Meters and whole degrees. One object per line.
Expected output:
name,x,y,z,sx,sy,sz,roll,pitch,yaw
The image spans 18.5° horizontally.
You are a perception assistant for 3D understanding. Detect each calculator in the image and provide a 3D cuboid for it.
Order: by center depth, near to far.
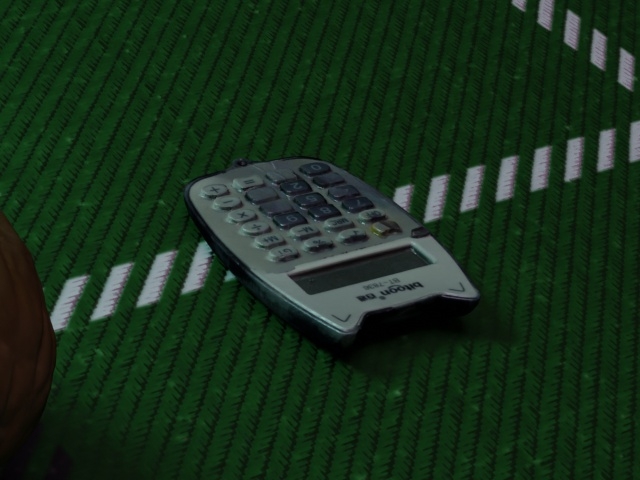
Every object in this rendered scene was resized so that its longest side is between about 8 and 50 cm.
calculator,0.000,0.000,1.618,0.177,0.040,0.268,-12,40,-31

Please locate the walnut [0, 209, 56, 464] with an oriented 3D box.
walnut,-0.324,0.061,1.254,0.277,0.252,0.313,-18,54,-35
